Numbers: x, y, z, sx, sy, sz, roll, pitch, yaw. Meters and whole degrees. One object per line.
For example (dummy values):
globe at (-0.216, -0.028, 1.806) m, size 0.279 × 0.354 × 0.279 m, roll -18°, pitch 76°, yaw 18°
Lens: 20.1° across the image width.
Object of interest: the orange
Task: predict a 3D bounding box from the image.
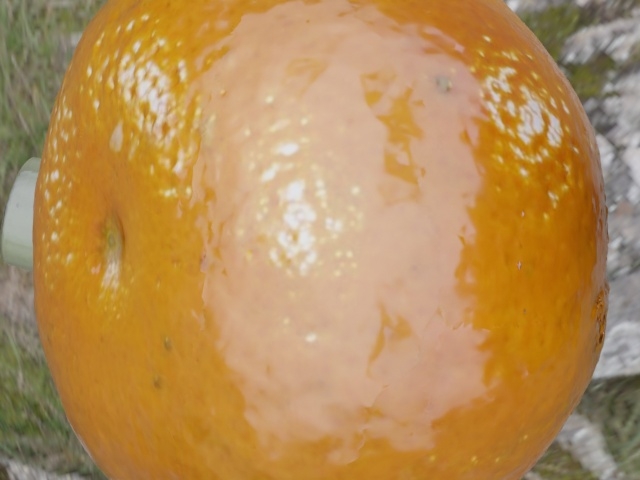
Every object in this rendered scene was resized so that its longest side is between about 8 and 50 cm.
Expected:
orange at (0.000, 0.000, 1.176) m, size 0.326 × 0.424 × 0.424 m, roll 0°, pitch 76°, yaw -31°

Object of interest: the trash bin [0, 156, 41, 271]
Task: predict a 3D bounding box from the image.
trash bin at (-0.143, 0.007, 1.642) m, size 0.247 × 0.243 × 0.121 m, roll 15°, pitch 89°, yaw 7°
